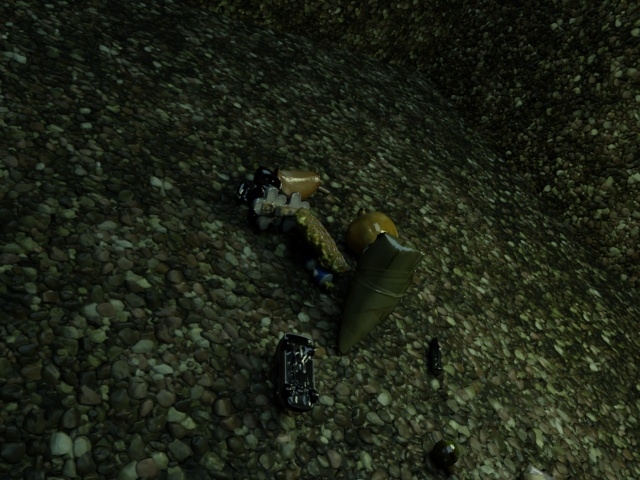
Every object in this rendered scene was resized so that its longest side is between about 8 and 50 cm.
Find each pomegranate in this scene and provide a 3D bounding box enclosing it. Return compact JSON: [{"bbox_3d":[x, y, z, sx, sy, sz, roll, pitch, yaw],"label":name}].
[{"bbox_3d":[0.179,-0.027,1.935,0.196,0.196,0.196,21,36,-16],"label":"pomegranate"},{"bbox_3d":[0.330,0.567,1.426,0.073,0.073,0.085,19,52,-19],"label":"pomegranate"}]

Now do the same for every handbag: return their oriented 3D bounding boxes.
[{"bbox_3d":[0.593,0.703,1.454,0.117,0.095,0.173,28,26,3],"label":"handbag"}]

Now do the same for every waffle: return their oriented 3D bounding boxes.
[{"bbox_3d":[0.001,-0.001,1.790,0.249,0.056,0.253,50,8,-20],"label":"waffle"}]

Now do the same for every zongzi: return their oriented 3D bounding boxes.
[{"bbox_3d":[0.175,0.186,1.762,0.181,0.418,0.447,28,-7,14],"label":"zongzi"}]

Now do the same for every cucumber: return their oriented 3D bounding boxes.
[{"bbox_3d":[0.370,0.358,1.737,0.043,0.039,0.163,44,32,-22],"label":"cucumber"}]

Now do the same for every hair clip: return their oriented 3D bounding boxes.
[{"bbox_3d":[-0.124,-0.099,1.805,0.075,0.146,0.257,11,3,31],"label":"hair clip"}]

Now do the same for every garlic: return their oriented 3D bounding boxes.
[{"bbox_3d":[-0.103,-0.205,1.989,0.206,0.128,0.115,3,88,-42],"label":"garlic"}]

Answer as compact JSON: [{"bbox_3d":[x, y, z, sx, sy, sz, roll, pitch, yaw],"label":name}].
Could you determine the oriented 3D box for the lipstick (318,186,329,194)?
[{"bbox_3d":[-0.008,-0.208,2.146,0.094,0.019,0.019,28,35,-9],"label":"lipstick"}]

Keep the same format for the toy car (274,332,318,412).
[{"bbox_3d":[-0.069,0.340,1.355,0.089,0.108,0.210,19,41,-23],"label":"toy car"}]

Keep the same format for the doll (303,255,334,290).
[{"bbox_3d":[-0.008,0.099,1.737,0.143,0.058,0.098,48,15,22],"label":"doll"}]

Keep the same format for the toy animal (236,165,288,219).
[{"bbox_3d":[-0.190,-0.143,1.873,0.179,0.116,0.219,43,41,-48],"label":"toy animal"}]
